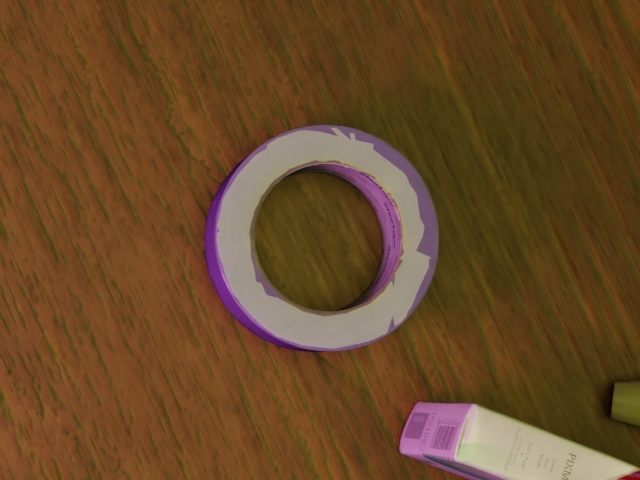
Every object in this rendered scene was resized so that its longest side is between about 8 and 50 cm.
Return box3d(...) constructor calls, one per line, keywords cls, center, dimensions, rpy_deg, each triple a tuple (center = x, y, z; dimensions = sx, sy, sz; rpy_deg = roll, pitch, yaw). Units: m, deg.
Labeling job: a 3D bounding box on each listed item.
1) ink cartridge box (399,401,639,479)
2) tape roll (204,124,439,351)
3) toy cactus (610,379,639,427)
box3d(cls="ink cartridge box", center=(0.193, 0.193, 1.617), dimensions=(0.225, 0.181, 0.056), rpy_deg=(23, 81, -9))
box3d(cls="tape roll", center=(0.000, 0.000, 1.647), dimensions=(0.189, 0.080, 0.189), rpy_deg=(1, 86, -9))
box3d(cls="toy cactus", center=(0.345, 0.146, 1.703), dimensions=(0.181, 0.112, 0.219), rpy_deg=(7, 87, 9))
